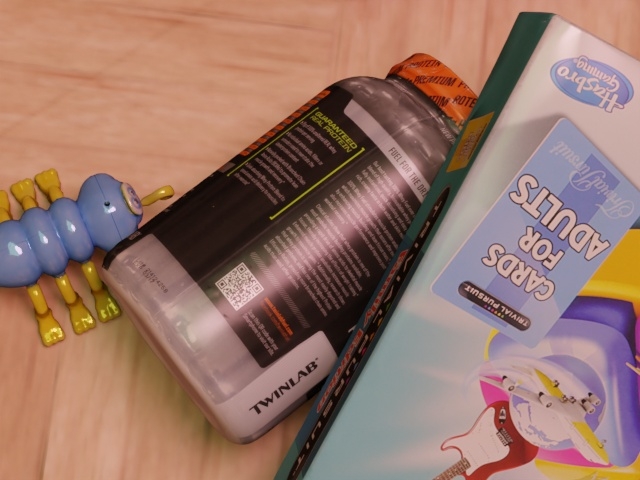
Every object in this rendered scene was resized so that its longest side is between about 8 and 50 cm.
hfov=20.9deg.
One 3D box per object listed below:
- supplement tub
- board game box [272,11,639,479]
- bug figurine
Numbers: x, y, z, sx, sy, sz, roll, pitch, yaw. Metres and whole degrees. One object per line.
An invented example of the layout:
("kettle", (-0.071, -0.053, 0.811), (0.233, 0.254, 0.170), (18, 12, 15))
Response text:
("supplement tub", (0.000, 0.000, 0.841), (0.190, 0.117, 0.117), (-37, 81, -9))
("board game box", (0.125, 0.106, 0.772), (0.254, 0.079, 0.336), (27, 95, -7))
("bug figurine", (-0.215, -0.064, 0.869), (0.216, 0.072, 0.279), (-27, 80, -8))
